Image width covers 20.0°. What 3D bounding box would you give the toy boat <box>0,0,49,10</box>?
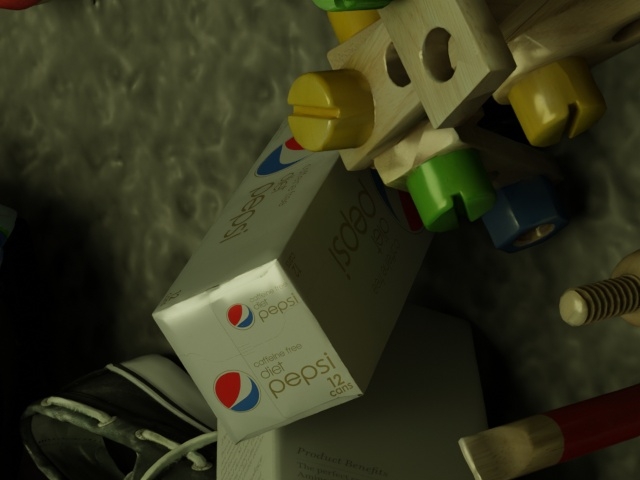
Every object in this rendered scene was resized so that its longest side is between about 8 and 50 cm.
[{"bbox_3d":[-0.188,-0.232,1.044,0.231,0.151,0.151,-33,75,44],"label":"toy boat"}]

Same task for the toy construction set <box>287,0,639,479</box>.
[{"bbox_3d":[0.070,-0.049,0.753,0.257,0.237,0.309,-5,95,46],"label":"toy construction set"}]

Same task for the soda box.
[{"bbox_3d":[0.000,0.000,0.842,0.069,0.216,0.074,-24,108,25],"label":"soda box"}]

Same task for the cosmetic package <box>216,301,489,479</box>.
[{"bbox_3d":[0.016,0.118,0.848,0.231,0.117,0.085,-93,24,-58],"label":"cosmetic package"}]

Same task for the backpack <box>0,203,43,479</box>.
[{"bbox_3d":[-0.294,0.128,1.150,0.273,0.290,0.356,29,112,-7],"label":"backpack"}]

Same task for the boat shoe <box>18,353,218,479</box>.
[{"bbox_3d":[-0.068,0.152,1.002,0.306,0.105,0.113,36,130,45],"label":"boat shoe"}]
